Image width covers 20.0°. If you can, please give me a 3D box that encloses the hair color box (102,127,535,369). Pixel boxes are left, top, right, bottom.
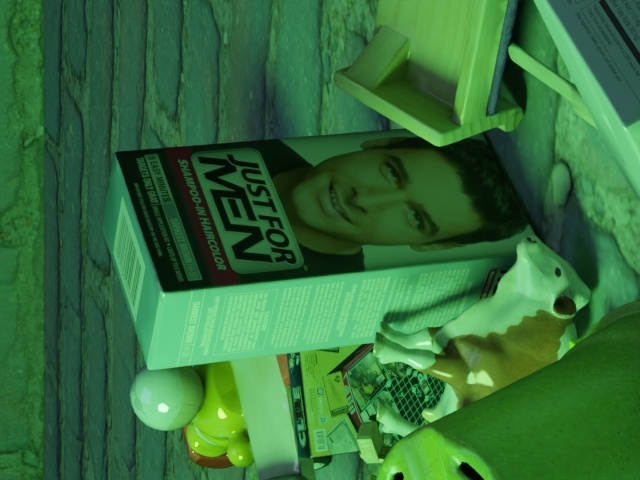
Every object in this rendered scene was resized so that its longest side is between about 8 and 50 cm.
[{"bbox_3d":[0.000,0.000,1.720,0.113,0.374,0.185,106,151,-44],"label":"hair color box"}]

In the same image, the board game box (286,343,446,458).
[{"bbox_3d":[0.045,0.100,1.926,0.042,0.165,0.243,164,100,-69],"label":"board game box"}]

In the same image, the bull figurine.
[{"bbox_3d":[0.144,0.135,1.675,0.101,0.188,0.310,-77,-9,-57],"label":"bull figurine"}]

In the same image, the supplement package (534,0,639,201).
[{"bbox_3d":[0.255,-0.100,1.185,0.262,0.145,0.204,52,-169,-49],"label":"supplement package"}]

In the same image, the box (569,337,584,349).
[{"bbox_3d":[0.264,0.164,1.534,0.178,0.042,0.109,-136,44,-59],"label":"box"}]

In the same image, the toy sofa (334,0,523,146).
[{"bbox_3d":[0.142,-0.283,1.645,0.150,0.177,0.362,33,128,35],"label":"toy sofa"}]

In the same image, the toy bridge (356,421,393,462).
[{"bbox_3d":[0.124,0.190,1.638,0.026,0.188,0.063,-69,-33,-49],"label":"toy bridge"}]

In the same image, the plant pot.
[{"bbox_3d":[0.188,0.199,1.357,0.276,0.254,0.276,20,116,50],"label":"plant pot"}]

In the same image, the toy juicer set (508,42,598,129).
[{"bbox_3d":[0.246,-0.194,1.463,0.209,0.089,0.329,52,163,27],"label":"toy juicer set"}]

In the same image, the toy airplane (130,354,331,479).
[{"bbox_3d":[-0.084,0.165,2.127,0.386,0.272,0.384,-136,45,-60],"label":"toy airplane"}]
